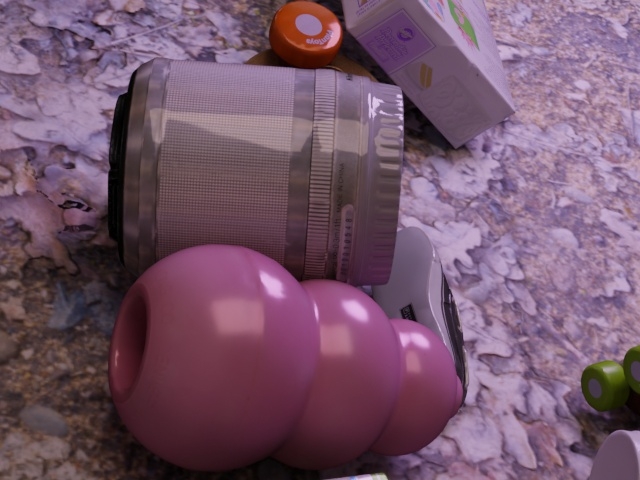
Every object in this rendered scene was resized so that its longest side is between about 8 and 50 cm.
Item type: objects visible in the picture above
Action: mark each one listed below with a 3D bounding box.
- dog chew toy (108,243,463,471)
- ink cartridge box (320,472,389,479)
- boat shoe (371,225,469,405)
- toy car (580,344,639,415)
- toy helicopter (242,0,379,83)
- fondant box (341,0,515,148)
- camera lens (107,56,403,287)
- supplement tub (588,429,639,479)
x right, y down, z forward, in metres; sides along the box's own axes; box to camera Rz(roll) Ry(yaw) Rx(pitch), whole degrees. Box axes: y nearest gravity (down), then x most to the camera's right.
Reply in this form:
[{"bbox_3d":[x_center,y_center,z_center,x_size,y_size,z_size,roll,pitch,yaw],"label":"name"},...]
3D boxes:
[{"bbox_3d":[-0.022,0.121,1.526,0.332,0.206,0.206,12,39,-24],"label":"dog chew toy"},{"bbox_3d":[-0.038,0.305,1.375,0.255,0.097,0.188,-2,45,-27],"label":"ink cartridge box"},{"bbox_3d":[0.106,0.082,1.719,0.070,0.078,0.219,44,28,-41],"label":"boat shoe"},{"bbox_3d":[0.385,0.192,1.699,0.155,0.149,0.188,-12,78,-29],"label":"toy car"},{"bbox_3d":[-0.062,-0.095,1.831,0.355,0.140,0.235,-34,72,-33],"label":"toy helicopter"},{"bbox_3d":[0.117,-0.306,2.048,0.238,0.096,0.330,44,24,-36],"label":"fondant box"},{"bbox_3d":[-0.065,-0.063,1.622,0.274,0.219,0.219,4,41,-2],"label":"camera lens"},{"bbox_3d":[0.367,0.256,1.570,0.200,0.144,0.144,12,40,-12],"label":"supplement tub"}]
